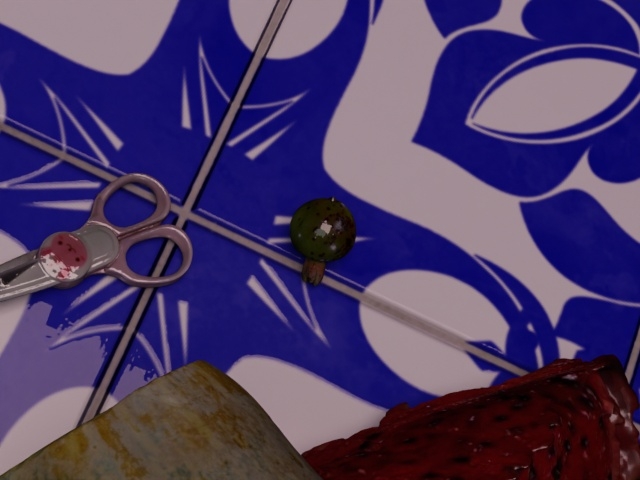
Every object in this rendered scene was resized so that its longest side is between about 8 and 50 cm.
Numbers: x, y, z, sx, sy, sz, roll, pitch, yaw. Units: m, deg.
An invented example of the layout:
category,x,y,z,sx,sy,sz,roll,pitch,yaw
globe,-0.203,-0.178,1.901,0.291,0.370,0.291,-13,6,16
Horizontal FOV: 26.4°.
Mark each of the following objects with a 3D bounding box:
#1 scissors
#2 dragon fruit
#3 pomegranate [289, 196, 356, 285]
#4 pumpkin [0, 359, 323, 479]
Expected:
category,x,y,z,sx,sy,sz,roll,pitch,yaw
scissors,-0.244,0.020,1.317,0.242,0.030,0.118,-23,80,-25
dragon fruit,0.165,0.266,1.326,0.329,0.228,0.286,-44,121,-43
pomegranate,0.001,-0.001,1.372,0.073,0.073,0.084,13,69,-12
pumpkin,-0.169,0.244,1.122,0.332,0.332,0.199,-35,77,-23
